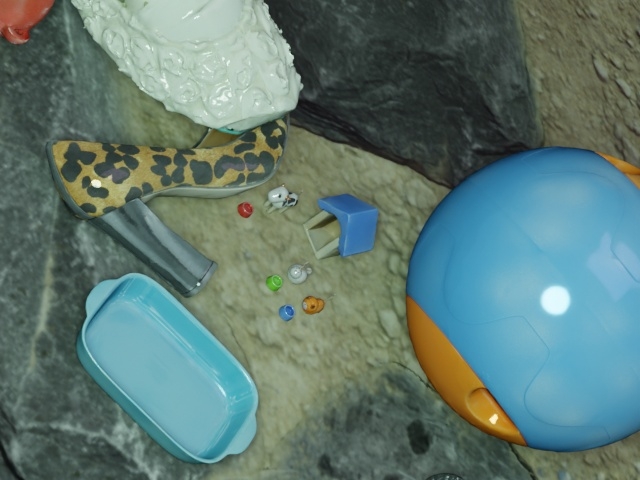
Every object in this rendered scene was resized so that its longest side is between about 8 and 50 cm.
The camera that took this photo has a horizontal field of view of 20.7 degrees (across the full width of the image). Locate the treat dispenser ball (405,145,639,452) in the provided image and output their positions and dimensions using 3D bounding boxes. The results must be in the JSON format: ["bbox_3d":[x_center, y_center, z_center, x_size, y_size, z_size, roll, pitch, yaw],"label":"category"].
[{"bbox_3d":[0.224,0.055,1.657,0.288,0.288,0.288,21,53,-31],"label":"treat dispenser ball"}]

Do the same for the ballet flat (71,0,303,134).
[{"bbox_3d":[-0.174,-0.263,1.556,0.409,0.147,0.147,47,42,13],"label":"ballet flat"}]

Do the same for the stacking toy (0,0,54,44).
[{"bbox_3d":[-0.258,-0.198,1.409,0.130,0.279,0.309,47,41,-24],"label":"stacking toy"}]

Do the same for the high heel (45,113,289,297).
[{"bbox_3d":[-0.130,-0.101,1.578,0.186,0.093,0.261,41,53,-23],"label":"high heel"}]

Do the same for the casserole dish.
[{"bbox_3d":[-0.134,0.113,1.491,0.188,0.037,0.114,45,44,-10],"label":"casserole dish"}]

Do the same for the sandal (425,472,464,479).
[{"bbox_3d":[0.120,0.301,1.583,0.040,0.067,0.179,62,25,-67],"label":"sandal"}]

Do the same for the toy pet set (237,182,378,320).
[{"bbox_3d":[0.000,0.000,1.656,0.114,0.065,0.122,-12,74,-44],"label":"toy pet set"}]
